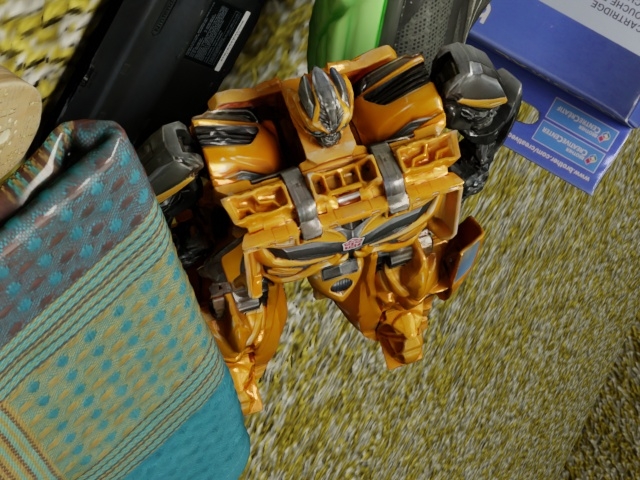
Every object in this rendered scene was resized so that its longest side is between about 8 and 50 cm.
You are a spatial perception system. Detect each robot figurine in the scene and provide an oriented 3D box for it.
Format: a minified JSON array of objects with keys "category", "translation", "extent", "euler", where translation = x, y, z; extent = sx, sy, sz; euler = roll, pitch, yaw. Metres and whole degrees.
[{"category":"robot figurine","translation":[0.000,0.000,0.843],"extent":[0.211,0.085,0.291],"euler":[-17,161,-9]}]

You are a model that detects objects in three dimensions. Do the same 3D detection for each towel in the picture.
[{"category":"towel","translation":[-0.153,0.117,0.742],"extent":[0.271,0.040,0.370],"euler":[-43,157,-14]}]

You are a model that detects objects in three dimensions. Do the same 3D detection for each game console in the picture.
[{"category":"game console","translation":[-0.101,-0.040,0.851],"extent":[0.361,0.044,0.213],"euler":[-60,163,9]}]

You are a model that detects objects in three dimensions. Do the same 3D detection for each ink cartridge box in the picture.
[{"category":"ink cartridge box","translation":[0.170,-0.205,1.053],"extent":[0.311,0.186,0.065],"euler":[-61,165,9]}]

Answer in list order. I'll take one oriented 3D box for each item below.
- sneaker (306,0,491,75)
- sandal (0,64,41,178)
[{"category":"sneaker","translation":[0.143,-0.238,0.857],"extent":[0.483,0.202,0.185],"euler":[-60,-172,10]},{"category":"sandal","translation":[-0.174,-0.005,0.652],"extent":[0.240,0.079,0.088],"euler":[-35,151,-50]}]
